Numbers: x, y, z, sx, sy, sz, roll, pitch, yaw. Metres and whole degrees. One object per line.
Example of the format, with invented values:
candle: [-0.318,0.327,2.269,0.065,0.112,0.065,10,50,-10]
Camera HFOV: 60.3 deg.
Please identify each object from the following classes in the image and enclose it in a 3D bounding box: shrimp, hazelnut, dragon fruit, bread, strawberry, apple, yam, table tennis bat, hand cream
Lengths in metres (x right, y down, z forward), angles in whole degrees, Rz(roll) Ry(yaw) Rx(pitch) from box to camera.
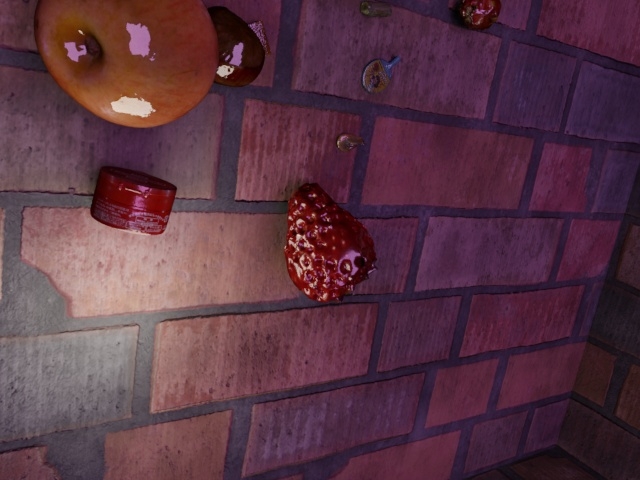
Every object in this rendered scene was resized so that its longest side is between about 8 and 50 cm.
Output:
shrimp: [0.097,-0.308,1.757,0.108,0.023,0.059,8,112,-35]
hazelnut: [-0.241,-0.487,1.389,0.170,0.160,0.201,-34,91,-2]
dragon fruit: [0.546,-0.785,1.823,0.246,0.125,0.125,-58,160,-26]
bread: [-0.188,-0.534,1.482,0.090,0.035,0.094,-28,121,-21]
strawberry: [0.000,0.000,1.667,0.345,0.295,0.317,59,32,-8]
apple: [-0.405,-0.420,1.172,0.364,0.364,0.363,-12,113,-29]
yam: [0.167,-0.693,1.650,0.094,0.043,0.043,-13,114,-30]
table tennis bat: [0.192,-0.530,1.740,0.155,0.019,0.100,-40,123,-12]
hand cream: [-0.462,-0.099,1.366,0.193,0.193,0.125,13,102,-35]
